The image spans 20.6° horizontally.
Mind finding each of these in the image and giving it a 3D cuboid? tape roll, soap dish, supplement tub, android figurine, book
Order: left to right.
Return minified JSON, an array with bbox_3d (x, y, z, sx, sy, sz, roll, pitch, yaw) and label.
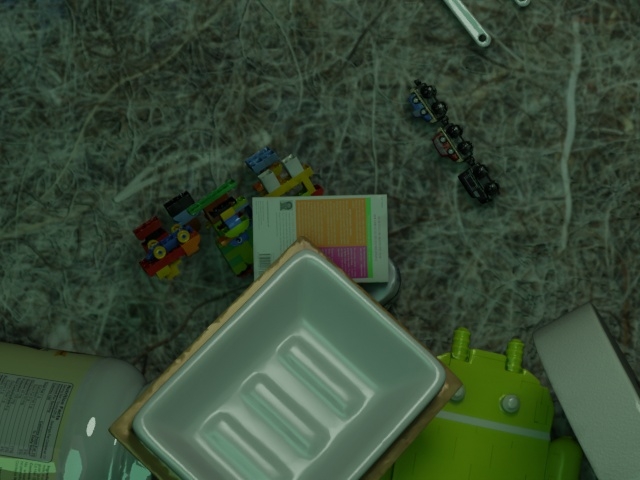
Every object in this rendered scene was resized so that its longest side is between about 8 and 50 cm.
[{"bbox_3d":[-0.318,0.231,1.915,0.325,0.235,0.235,8,92,8],"label":"supplement tub"},{"bbox_3d":[-0.034,0.174,1.775,0.229,0.118,0.291,42,68,7],"label":"soap dish"},{"bbox_3d":[0.000,0.000,1.883,0.144,0.035,0.096,-1,89,0],"label":"book"},{"bbox_3d":[0.160,0.232,1.893,0.248,0.056,0.272,14,78,-8],"label":"android figurine"},{"bbox_3d":[0.331,0.244,1.741,0.072,0.392,0.392,-30,86,8],"label":"tape roll"}]

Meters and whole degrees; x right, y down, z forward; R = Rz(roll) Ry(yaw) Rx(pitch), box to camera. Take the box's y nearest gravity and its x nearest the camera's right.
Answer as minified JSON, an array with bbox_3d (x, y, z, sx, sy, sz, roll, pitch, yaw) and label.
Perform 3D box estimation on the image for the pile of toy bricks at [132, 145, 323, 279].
[{"bbox_3d":[-0.098,-0.008,1.958,0.212,0.118,0.105,-34,114,-8],"label":"pile of toy bricks"}]

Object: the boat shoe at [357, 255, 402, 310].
[{"bbox_3d":[-0.021,0.102,1.943,0.258,0.084,0.095,-26,69,6],"label":"boat shoe"}]

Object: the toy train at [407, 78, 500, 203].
[{"bbox_3d":[0.144,-0.109,1.947,0.036,0.027,0.158,-34,86,18],"label":"toy train"}]

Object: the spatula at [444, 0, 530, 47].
[{"bbox_3d":[0.157,-0.342,1.948,0.168,0.019,0.242,-38,86,2],"label":"spatula"}]
